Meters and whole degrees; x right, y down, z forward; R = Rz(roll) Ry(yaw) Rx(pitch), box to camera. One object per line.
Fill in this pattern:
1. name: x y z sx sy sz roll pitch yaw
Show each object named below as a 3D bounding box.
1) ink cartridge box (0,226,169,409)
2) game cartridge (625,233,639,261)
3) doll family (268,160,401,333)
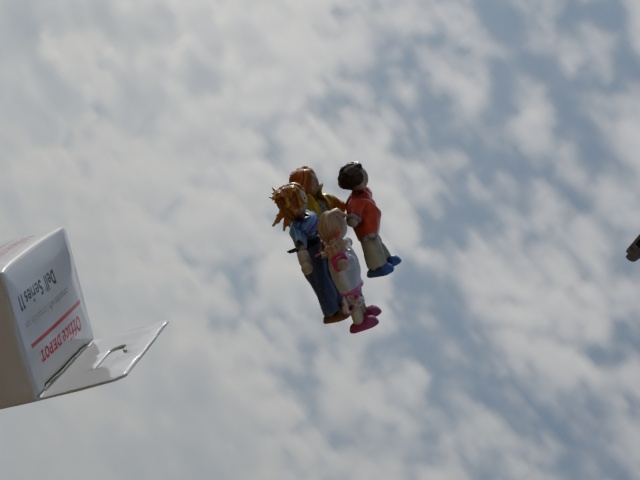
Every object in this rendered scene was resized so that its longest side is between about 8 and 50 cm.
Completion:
1. ink cartridge box: -0.330 0.081 1.637 0.207 0.353 0.119 -61 137 -77
2. game cartridge: 0.291 -0.021 1.573 0.017 0.056 0.083 39 -54 6
3. doll family: 0.000 0.000 2.111 0.263 0.118 0.163 -68 139 -68
